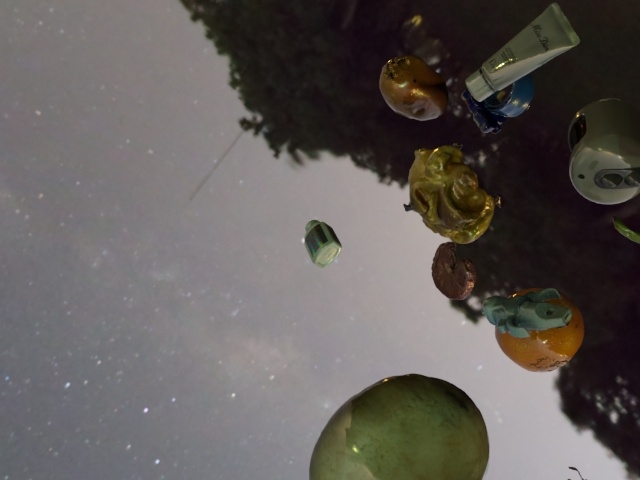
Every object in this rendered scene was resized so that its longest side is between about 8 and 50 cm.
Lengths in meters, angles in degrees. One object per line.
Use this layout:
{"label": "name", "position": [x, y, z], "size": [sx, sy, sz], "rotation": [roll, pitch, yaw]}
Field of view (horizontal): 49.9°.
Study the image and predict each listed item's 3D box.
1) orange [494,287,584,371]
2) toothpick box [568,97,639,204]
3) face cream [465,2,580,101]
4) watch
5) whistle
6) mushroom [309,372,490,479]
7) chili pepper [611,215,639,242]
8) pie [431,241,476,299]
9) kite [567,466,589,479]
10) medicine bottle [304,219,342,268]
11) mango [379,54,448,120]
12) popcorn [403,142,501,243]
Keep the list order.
{"label": "orange", "position": [0.620, 0.249, 1.955], "size": [0.246, 0.246, 0.246], "rotation": [36, -161, -14]}
{"label": "toothpick box", "position": [0.787, -0.227, 1.845], "size": [0.229, 0.229, 0.316], "rotation": [38, -143, -9]}
{"label": "face cream", "position": [0.549, -0.506, 1.906], "size": [0.089, 0.314, 0.143], "rotation": [9, -127, -53]}
{"label": "watch", "position": [0.596, -0.477, 2.263], "size": [0.171, 0.200, 0.196], "rotation": [0, -127, -41]}
{"label": "whistle", "position": [0.523, 0.189, 1.774], "size": [0.180, 0.269, 0.093], "rotation": [-39, -72, -32]}
{"label": "mushroom", "position": [0.142, 0.391, 1.241], "size": [0.352, 0.352, 0.260], "rotation": [24, -161, -41]}
{"label": "chili pepper", "position": [1.051, -0.020, 2.277], "size": [0.201, 0.050, 0.052], "rotation": [22, -164, -2]}
{"label": "pie", "position": [0.487, 0.116, 2.540], "size": [0.054, 0.205, 0.218], "rotation": [-6, -154, -30]}
{"label": "kite", "position": [0.621, 0.594, 1.609], "size": [0.016, 0.127, 0.229], "rotation": [2, -175, 2]}
{"label": "medicine bottle", "position": [0.000, 0.000, 2.590], "size": [0.083, 0.121, 0.229], "rotation": [34, -164, -28]}
{"label": "mango", "position": [0.298, -0.487, 2.215], "size": [0.287, 0.201, 0.153], "rotation": [21, -137, -49]}
{"label": "popcorn", "position": [0.386, -0.153, 2.174], "size": [0.316, 0.280, 0.297], "rotation": [52, 162, 45]}
